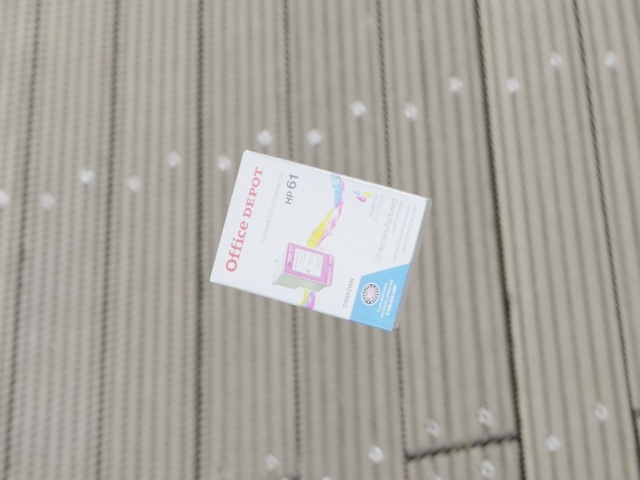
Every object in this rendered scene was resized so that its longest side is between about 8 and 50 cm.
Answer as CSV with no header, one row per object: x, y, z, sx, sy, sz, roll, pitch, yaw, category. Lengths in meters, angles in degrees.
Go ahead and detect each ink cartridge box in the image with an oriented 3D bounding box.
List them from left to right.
0.000,0.000,1.135,0.122,0.052,0.088,15,92,8,ink cartridge box
